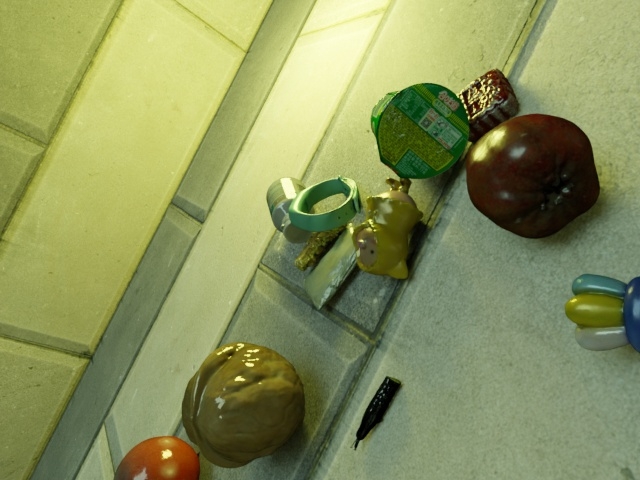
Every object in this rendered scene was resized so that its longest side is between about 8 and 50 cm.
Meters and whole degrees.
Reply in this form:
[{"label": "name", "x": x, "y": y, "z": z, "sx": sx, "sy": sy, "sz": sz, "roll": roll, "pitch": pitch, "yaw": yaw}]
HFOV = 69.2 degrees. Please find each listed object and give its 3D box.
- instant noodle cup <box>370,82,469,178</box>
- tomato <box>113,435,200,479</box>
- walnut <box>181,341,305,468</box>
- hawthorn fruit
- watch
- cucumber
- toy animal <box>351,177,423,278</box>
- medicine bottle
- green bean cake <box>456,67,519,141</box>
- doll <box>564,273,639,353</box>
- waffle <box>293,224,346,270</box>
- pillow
[{"label": "instant noodle cup", "x": 0.204, "y": -0.268, "z": 1.087, "sx": 0.207, "sy": 0.207, "sz": 0.232, "roll": -53, "pitch": 18, "yaw": 14}, {"label": "tomato", "x": -0.460, "y": 0.688, "z": 1.314, "sx": 0.256, "sy": 0.224, "sz": 0.255, "roll": -20, "pitch": 59, "yaw": 37}, {"label": "walnut", "x": -0.182, "y": 0.382, "z": 1.090, "sx": 0.296, "sy": 0.285, "sz": 0.285, "roll": -11, "pitch": 58, "yaw": 45}, {"label": "hawthorn fruit", "x": 0.351, "y": -0.128, "z": 0.810, "sx": 0.208, "sy": 0.208, "sz": 0.248, "roll": -47, "pitch": 25, "yaw": 22}, {"label": "watch", "x": 0.017, "y": -0.104, "z": 1.264, "sx": 0.195, "sy": 0.068, "sz": 0.237, "roll": -10, "pitch": 27, "yaw": 17}, {"label": "cucumber", "x": 0.111, "y": 0.350, "z": 0.941, "sx": 0.039, "sy": 0.043, "sz": 0.163, "roll": 28, "pitch": 95, "yaw": 15}, {"label": "toy animal", "x": 0.156, "y": -0.032, "z": 1.065, "sx": 0.156, "sy": 0.156, "sz": 0.229, "roll": 14, "pitch": 90, "yaw": 56}, {"label": "medicine bottle", "x": -0.088, "y": -0.090, "z": 1.426, "sx": 0.135, "sy": 0.135, "sz": 0.215, "roll": -48, "pitch": 35, "yaw": 21}, {"label": "green bean cake", "x": 0.362, "y": -0.306, "z": 1.041, "sx": 0.136, "sy": 0.056, "sz": 0.135, "roll": -35, "pitch": 43, "yaw": 35}, {"label": "doll", "x": 0.456, "y": 0.137, "z": 0.484, "sx": 0.376, "sy": 0.187, "sz": 0.365, "roll": -27, "pitch": 52, "yaw": 17}, {"label": "waffle", "x": 0.002, "y": 0.003, "z": 1.290, "sx": 0.194, "sy": 0.051, "sz": 0.149, "roll": -45, "pitch": 14, "yaw": 17}, {"label": "pillow", "x": 0.040, "y": 0.065, "z": 1.221, "sx": 0.229, "sy": 0.050, "sz": 0.148, "roll": -55, "pitch": 33, "yaw": 11}]
